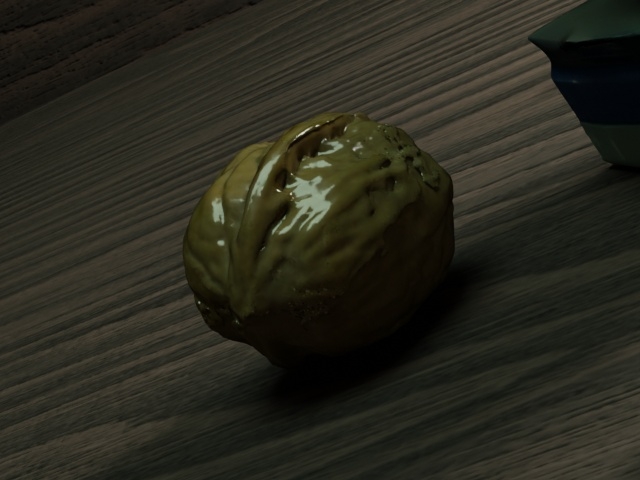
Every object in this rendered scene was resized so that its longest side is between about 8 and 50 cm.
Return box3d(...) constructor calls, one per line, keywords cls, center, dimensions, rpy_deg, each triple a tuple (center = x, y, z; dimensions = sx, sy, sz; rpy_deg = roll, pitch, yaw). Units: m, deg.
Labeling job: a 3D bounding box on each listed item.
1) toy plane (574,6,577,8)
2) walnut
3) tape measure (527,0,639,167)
box3d(cls="toy plane", center=(0.363, -0.259, 1.992), dimensions=(0.226, 0.058, 0.226), rpy_deg=(-12, 15, -2))
box3d(cls="walnut", center=(0.000, 0.000, 1.518), dimensions=(0.198, 0.198, 0.245), rpy_deg=(-16, 18, 38))
box3d(cls="tape measure", center=(0.342, -0.164, 1.551), dimensions=(0.262, 0.138, 0.259), rpy_deg=(-33, 17, -18))
